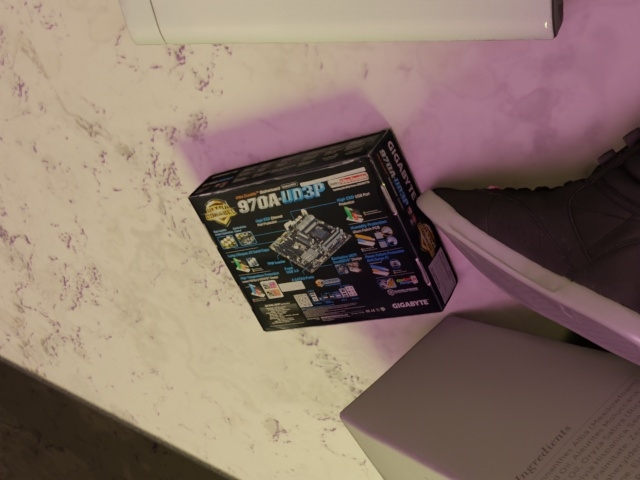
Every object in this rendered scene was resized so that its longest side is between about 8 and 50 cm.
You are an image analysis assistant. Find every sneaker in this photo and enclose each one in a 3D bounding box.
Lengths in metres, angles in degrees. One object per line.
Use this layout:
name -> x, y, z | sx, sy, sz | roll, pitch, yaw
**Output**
sneaker -> 0.197, -0.019, 0.651 | 0.105, 0.147, 0.296 | 39, 178, -32

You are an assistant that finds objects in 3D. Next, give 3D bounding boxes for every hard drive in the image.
hard drive -> -0.012, -0.256, 0.601 | 0.353, 0.047, 0.232 | 5, 126, 23

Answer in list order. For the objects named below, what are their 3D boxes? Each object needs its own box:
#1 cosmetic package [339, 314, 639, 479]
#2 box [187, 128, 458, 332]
cosmetic package -> 0.226, 0.218, 0.652 | 0.230, 0.161, 0.453 | 56, 161, -18
box -> 0.000, 0.000, 0.824 | 0.220, 0.051, 0.175 | -11, 118, 35
